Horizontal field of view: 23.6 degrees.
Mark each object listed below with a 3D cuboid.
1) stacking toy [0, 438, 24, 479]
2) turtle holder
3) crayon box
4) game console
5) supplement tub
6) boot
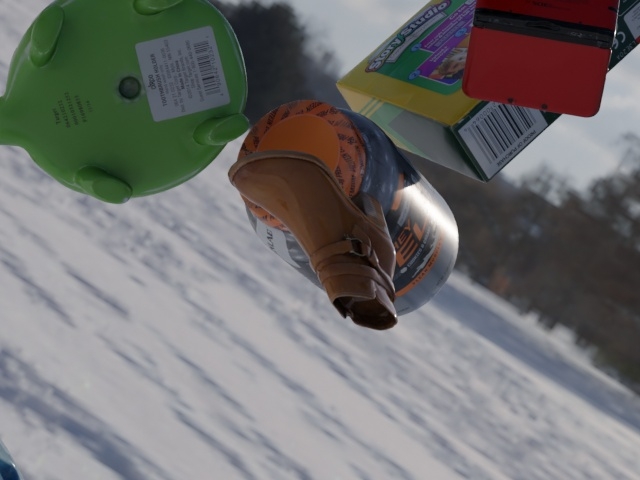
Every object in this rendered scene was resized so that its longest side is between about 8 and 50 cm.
[{"bbox_3d":[-0.222,0.281,1.137,0.279,0.130,0.309,65,-4,-21],"label":"stacking toy"},{"bbox_3d":[-0.241,-0.149,1.693,0.243,0.320,0.227,46,-4,-15],"label":"turtle holder"},{"bbox_3d":[0.241,-0.259,2.018,0.106,0.363,0.313,54,-12,-28],"label":"crayon box"},{"bbox_3d":[0.227,-0.208,1.577,0.144,0.124,0.085,11,-37,6],"label":"game console"},{"bbox_3d":[0.032,-0.037,1.847,0.193,0.193,0.316,33,-3,31],"label":"supplement tub"},{"bbox_3d":[0.000,0.000,1.510,0.197,0.073,0.152,20,44,-30],"label":"boot"}]
